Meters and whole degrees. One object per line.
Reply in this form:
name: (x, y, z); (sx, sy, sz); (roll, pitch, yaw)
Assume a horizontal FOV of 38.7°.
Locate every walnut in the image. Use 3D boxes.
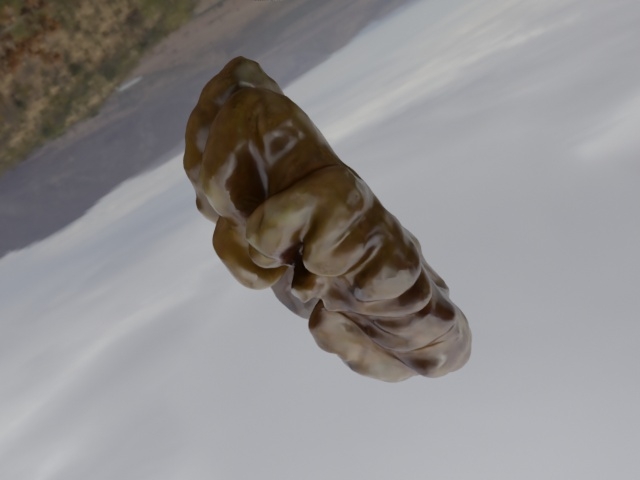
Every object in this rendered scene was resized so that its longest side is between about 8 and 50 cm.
walnut: (0.000, 0.000, 0.404); (0.069, 0.170, 0.143); (-39, -145, 4)
